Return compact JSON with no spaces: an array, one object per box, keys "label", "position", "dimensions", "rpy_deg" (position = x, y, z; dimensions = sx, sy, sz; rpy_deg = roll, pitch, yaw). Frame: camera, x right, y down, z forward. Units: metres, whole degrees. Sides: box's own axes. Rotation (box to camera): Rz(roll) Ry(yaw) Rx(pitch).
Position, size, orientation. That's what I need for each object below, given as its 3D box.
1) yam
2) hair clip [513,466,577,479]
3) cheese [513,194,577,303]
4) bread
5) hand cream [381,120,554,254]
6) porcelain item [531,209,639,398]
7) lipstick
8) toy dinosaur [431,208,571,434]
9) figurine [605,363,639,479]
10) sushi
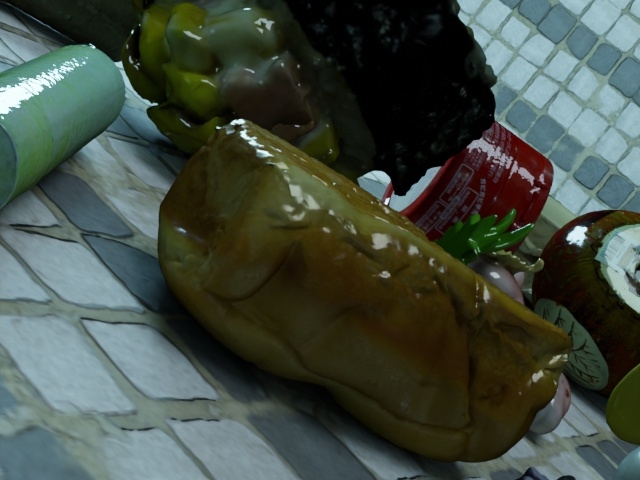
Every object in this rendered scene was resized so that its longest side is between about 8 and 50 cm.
[{"label":"yam","position":[-0.286,-0.268,1.135],"dimensions":[0.259,0.093,0.093],"rpy_deg":[28,16,-35]},{"label":"hair clip","position":[0.158,0.196,0.758],"dimensions":[0.106,0.084,0.292],"rpy_deg":[35,7,12]},{"label":"cheese","position":[0.277,-0.002,1.623],"dimensions":[0.266,0.127,0.233],"rpy_deg":[31,18,-17]},{"label":"bread","position":[0.028,0.041,0.809],"dimensions":[0.294,0.132,0.167],"rpy_deg":[29,15,-28]},{"label":"hand cream","position":[0.163,-0.051,1.347],"dimensions":[0.125,0.193,0.193],"rpy_deg":[35,13,-13]},{"label":"porcelain item","position":[0.359,0.094,1.410],"dimensions":[0.253,0.253,0.253],"rpy_deg":[35,13,-10]},{"label":"lipstick","position":[-0.192,-0.081,0.780],"dimensions":[0.076,0.076,0.304],"rpy_deg":[36,13,-8]},{"label":"toy dinosaur","position":[0.176,0.069,1.098],"dimensions":[0.177,0.152,0.194],"rpy_deg":[42,18,-16]},{"label":"figurine","position":[0.388,0.236,0.980],"dimensions":[0.283,0.204,0.338],"rpy_deg":[16,-10,24]},{"label":"sushi","position":[-0.026,-0.169,1.136],"dimensions":[0.328,0.285,0.329],"rpy_deg":[50,-4,27]}]
